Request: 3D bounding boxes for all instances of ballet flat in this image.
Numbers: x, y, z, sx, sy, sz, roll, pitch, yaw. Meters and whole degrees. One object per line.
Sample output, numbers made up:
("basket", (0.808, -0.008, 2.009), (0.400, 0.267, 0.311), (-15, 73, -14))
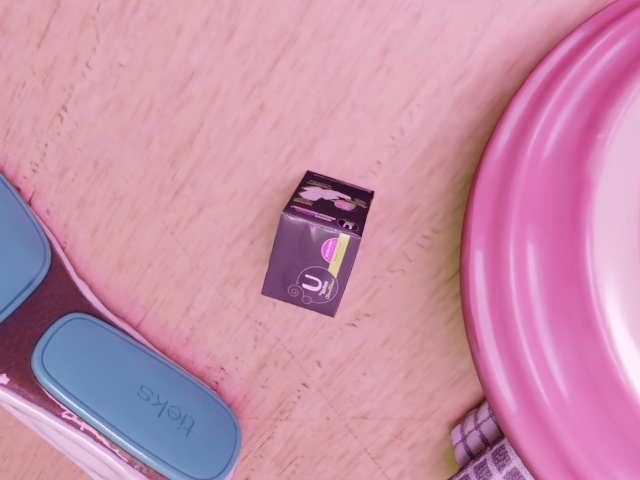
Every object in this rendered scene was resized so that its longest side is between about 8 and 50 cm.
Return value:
("ballet flat", (-0.234, 0.070, 0.518), (0.139, 0.139, 0.400), (-40, 102, 24))

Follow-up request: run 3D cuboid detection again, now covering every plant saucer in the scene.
("plant saucer", (0.236, 0.013, 0.318), (0.331, 0.084, 0.333), (0, 80, 2))

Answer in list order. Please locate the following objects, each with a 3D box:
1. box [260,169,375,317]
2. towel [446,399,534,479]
("box", (0.000, 0.000, 0.452), (0.052, 0.083, 0.062), (18, 115, 3))
("towel", (0.261, 0.170, 0.454), (0.283, 0.121, 0.235), (35, 116, -5))
